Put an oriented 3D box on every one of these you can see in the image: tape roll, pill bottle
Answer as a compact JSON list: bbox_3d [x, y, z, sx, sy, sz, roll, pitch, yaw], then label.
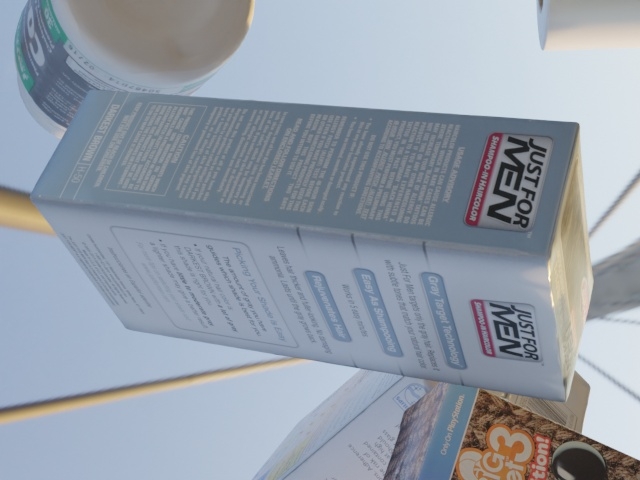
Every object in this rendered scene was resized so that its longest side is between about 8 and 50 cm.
[{"bbox_3d":[0.412,-0.407,1.584,0.246,0.169,0.246,-1,-90,-82],"label":"tape roll"},{"bbox_3d":[-0.222,-0.223,1.168,0.204,0.361,0.204,4,-100,-23],"label":"pill bottle"}]

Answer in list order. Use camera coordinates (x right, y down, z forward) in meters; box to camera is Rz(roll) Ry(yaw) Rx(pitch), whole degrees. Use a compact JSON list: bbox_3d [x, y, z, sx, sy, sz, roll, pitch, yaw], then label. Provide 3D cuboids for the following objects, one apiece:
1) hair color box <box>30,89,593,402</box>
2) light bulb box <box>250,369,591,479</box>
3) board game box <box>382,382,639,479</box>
[{"bbox_3d":[0.000,0.000,0.786,0.185,0.374,0.113,67,-144,-51],"label":"hair color box"},{"bbox_3d":[0.106,0.268,1.291,0.225,0.361,0.358,46,-156,2],"label":"light bulb box"},{"bbox_3d":[0.187,0.291,0.924,0.291,0.141,0.232,24,-115,-3],"label":"board game box"}]
